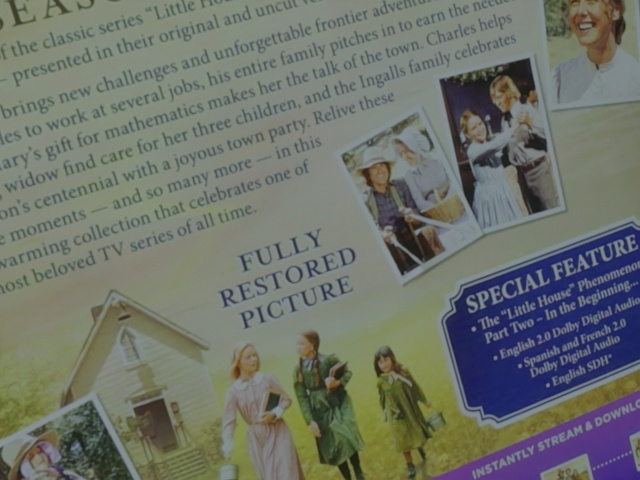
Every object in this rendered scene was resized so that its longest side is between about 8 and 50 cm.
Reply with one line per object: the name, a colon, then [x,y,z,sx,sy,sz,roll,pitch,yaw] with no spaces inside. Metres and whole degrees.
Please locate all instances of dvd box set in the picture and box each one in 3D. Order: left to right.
dvd box set: [0.000,0.000,0.384,0.307,0.062,0.421,-20,-81,-16]
